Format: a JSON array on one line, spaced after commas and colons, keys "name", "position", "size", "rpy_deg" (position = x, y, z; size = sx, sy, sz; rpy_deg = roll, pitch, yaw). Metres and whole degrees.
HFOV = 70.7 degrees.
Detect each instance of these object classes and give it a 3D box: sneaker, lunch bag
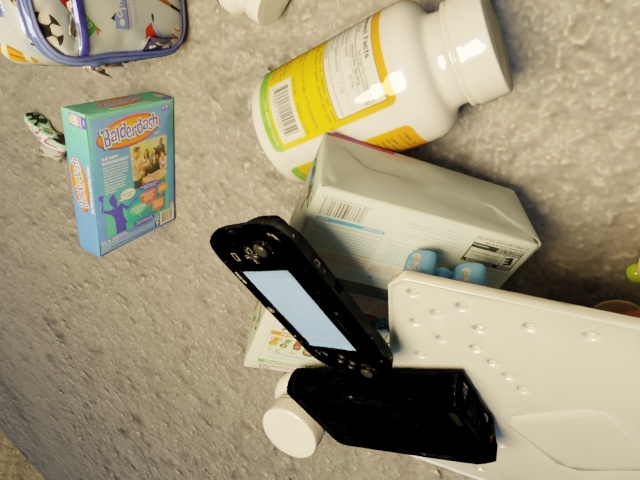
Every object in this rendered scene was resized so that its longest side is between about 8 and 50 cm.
[{"name": "sneaker", "position": [-0.510, -0.182, 0.829], "size": [0.098, 0.038, 0.069], "rpy_deg": [44, 125, 4]}, {"name": "lunch bag", "position": [-0.271, -0.340, 0.497], "size": [0.114, 0.243, 0.304], "rpy_deg": [10, 117, 24]}]

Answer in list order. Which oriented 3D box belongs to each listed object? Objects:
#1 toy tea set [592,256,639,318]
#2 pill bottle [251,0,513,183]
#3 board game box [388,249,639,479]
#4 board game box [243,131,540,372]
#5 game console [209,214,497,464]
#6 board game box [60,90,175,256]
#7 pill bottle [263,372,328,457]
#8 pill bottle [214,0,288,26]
[{"name": "toy tea set", "position": [0.413, 0.041, 0.398], "size": [0.335, 0.124, 0.200], "rpy_deg": [-15, 101, 43]}, {"name": "pill bottle", "position": [0.060, -0.156, 0.472], "size": [0.245, 0.136, 0.137], "rpy_deg": [-15, 106, 33]}, {"name": "board game box", "position": [0.268, 0.184, 0.459], "size": [0.389, 0.050, 0.390], "rpy_deg": [11, 138, 20]}, {"name": "board game box", "position": [0.055, 0.052, 0.523], "size": [0.223, 0.098, 0.304], "rpy_deg": [15, 132, -13]}, {"name": "game console", "position": [0.017, 0.117, 0.455], "size": [0.213, 0.044, 0.361], "rpy_deg": [-13, 126, 38]}, {"name": "board game box", "position": [-0.289, -0.103, 0.674], "size": [0.047, 0.160, 0.211], "rpy_deg": [21, 121, 18]}, {"name": "pill bottle", "position": [-0.004, 0.217, 0.661], "size": [0.107, 0.180, 0.108], "rpy_deg": [12, 118, 23]}, {"name": "pill bottle", "position": [-0.108, -0.319, 0.516], "size": [0.152, 0.086, 0.086], "rpy_deg": [39, 126, 5]}]
